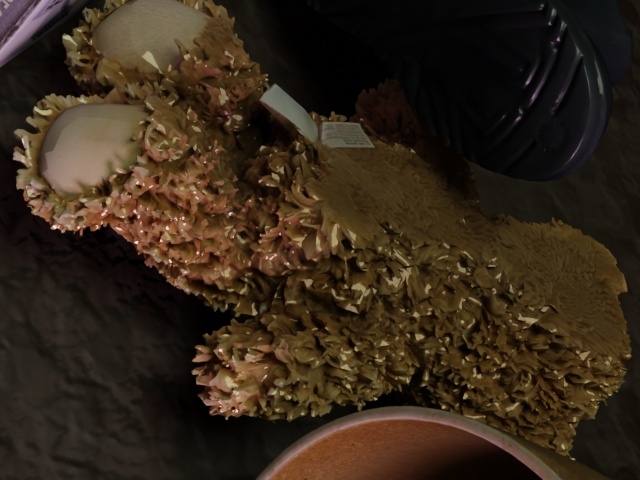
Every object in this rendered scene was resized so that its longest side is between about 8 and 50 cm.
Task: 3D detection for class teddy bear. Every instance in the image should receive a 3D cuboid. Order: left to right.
[{"bbox_3d":[0.000,0.000,0.705,0.338,0.113,0.245,19,42,-28],"label":"teddy bear"}]

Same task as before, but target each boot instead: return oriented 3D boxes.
[{"bbox_3d":[0.122,-0.117,0.775,0.207,0.094,0.246,1,32,-43],"label":"boot"}]

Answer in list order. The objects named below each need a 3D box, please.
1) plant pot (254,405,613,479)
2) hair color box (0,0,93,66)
[{"bbox_3d":[0.108,0.205,0.628,0.254,0.237,0.237,14,61,-48],"label":"plant pot"},{"bbox_3d":[-0.072,-0.233,0.696,0.110,0.185,0.339,48,50,-9],"label":"hair color box"}]
